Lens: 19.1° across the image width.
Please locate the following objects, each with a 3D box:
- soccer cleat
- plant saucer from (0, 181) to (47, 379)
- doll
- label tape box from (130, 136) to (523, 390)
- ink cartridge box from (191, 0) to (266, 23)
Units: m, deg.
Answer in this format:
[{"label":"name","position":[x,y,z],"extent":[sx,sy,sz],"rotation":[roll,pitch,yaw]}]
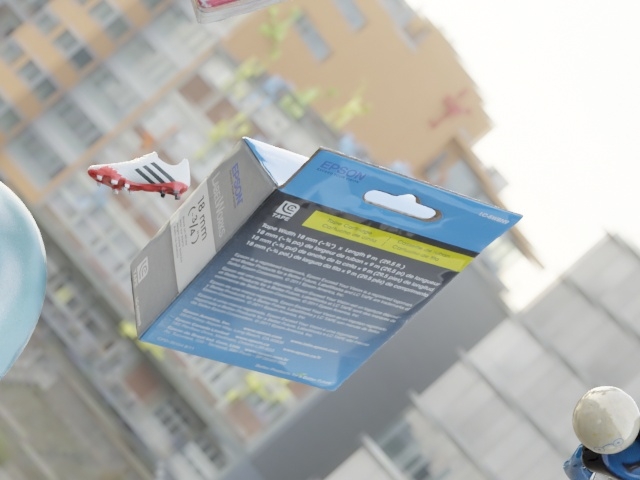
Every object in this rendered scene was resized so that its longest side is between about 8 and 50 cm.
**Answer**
[{"label":"soccer cleat","position":[-0.146,-0.056,1.543],"extent":[0.083,0.035,0.029],"rotation":[8,-20,-1]},{"label":"plant saucer","position":[-0.393,0.037,1.621],"extent":[0.317,0.317,0.044],"rotation":[45,-21,32]},{"label":"doll","position":[0.206,0.133,1.094],"extent":[0.189,0.129,0.046],"rotation":[39,45,-37]},{"label":"label tape box","position":[0.000,0.000,1.865],"extent":[0.240,0.334,0.106],"rotation":[17,46,-30]},{"label":"ink cartridge box","position":[-0.026,-0.296,1.788],"extent":[0.306,0.226,0.131],"rotation":[-137,-150,-82]}]
